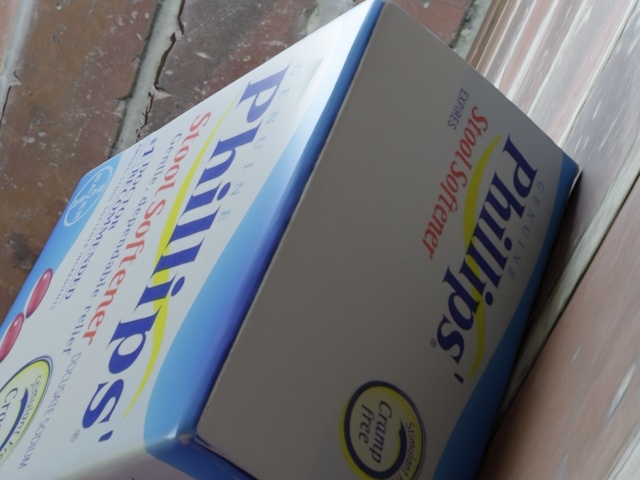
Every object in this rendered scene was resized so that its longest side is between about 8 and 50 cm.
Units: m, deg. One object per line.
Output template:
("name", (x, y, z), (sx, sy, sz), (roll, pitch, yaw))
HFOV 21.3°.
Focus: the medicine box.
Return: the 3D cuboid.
("medicine box", (-0.045, 0.060, 0.852), (0.289, 0.149, 0.263), (-27, 32, 48))
